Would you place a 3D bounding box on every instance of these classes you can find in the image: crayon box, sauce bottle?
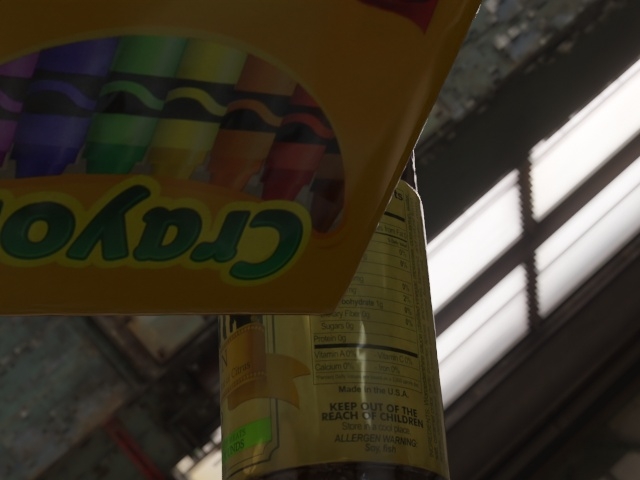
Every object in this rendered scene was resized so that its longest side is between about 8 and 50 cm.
[{"bbox_3d":[-0.050,-0.086,0.387,0.081,0.202,0.318,49,-54,41],"label":"crayon box"},{"bbox_3d":[0.000,0.000,0.725,0.111,0.111,0.344,72,12,-62],"label":"sauce bottle"}]
